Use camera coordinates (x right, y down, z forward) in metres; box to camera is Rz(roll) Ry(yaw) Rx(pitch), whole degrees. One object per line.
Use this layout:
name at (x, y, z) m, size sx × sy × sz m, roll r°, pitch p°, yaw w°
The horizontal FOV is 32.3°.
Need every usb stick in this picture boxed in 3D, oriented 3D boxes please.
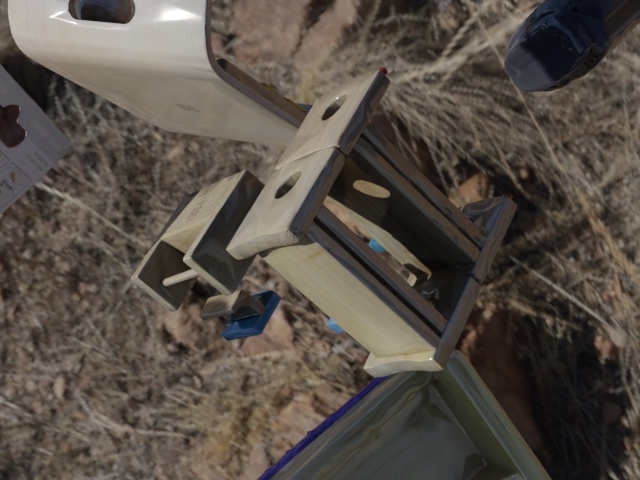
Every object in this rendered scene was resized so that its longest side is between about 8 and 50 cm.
usb stick at (0.203, -0.174, 0.640) m, size 0.278 × 0.045 × 0.077 m, roll -42°, pitch 6°, yaw -30°

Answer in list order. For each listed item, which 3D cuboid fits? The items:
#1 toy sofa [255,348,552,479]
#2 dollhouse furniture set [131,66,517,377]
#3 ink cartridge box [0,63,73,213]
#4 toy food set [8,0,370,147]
toy sofa at (-0.024, 0.233, 0.764) m, size 0.362 × 0.150 × 0.177 m, roll -38°, pitch 9°, yaw -18°
dollhouse furniture set at (0.000, 0.000, 0.701) m, size 0.183 × 0.129 × 0.129 m, roll -17°, pitch 37°, yaw 53°
ink cartridge box at (-0.299, -0.031, 0.752) m, size 0.066 × 0.189 × 0.232 m, roll 38°, pitch 81°, yaw 16°
toy food set at (-0.111, -0.166, 1.033) m, size 0.219 × 0.306 × 0.092 m, roll 11°, pitch 83°, yaw 30°
